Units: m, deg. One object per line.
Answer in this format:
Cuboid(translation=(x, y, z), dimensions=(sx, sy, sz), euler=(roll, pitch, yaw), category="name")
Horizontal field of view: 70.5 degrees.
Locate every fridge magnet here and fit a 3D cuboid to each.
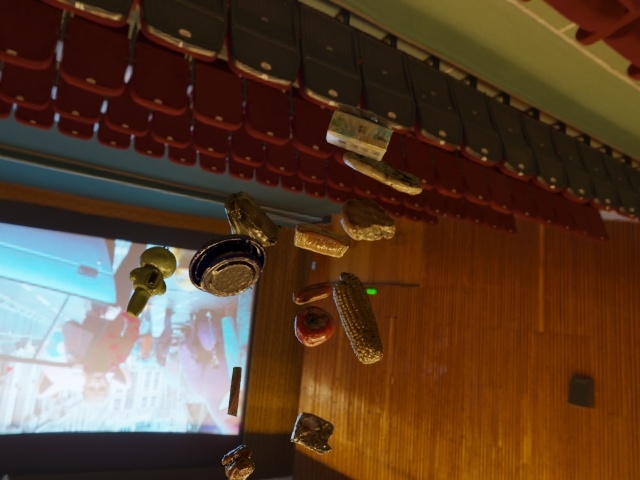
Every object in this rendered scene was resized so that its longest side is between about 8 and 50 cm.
Cuboid(translation=(-0.302, 0.090, 1.500), dimensions=(0.265, 0.113, 0.265), euler=(-17, 138, -15), category="fridge magnet")

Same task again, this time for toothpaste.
Cuboid(translation=(-0.355, 0.625, 1.879), dimensions=(0.042, 0.195, 0.067), euler=(-13, 146, 23), category="toothpaste")

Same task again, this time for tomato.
Cuboid(translation=(-0.033, 0.381, 1.997), dimensions=(0.187, 0.187, 0.151), euler=(4, 143, 2), category="tomato")

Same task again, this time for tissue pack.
Cuboid(translation=(0.153, -0.416, 1.710), dimensions=(0.229, 0.145, 0.159), euler=(20, 177, 2), category="tissue pack")

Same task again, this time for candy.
Cuboid(translation=(-0.033, 0.879, 2.060), dimensions=(0.184, 0.137, 0.195), euler=(22, 152, 4), category="candy")

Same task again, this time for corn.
Cuboid(translation=(0.122, 0.245, 1.485), dimensions=(0.119, 0.322, 0.119), euler=(-14, 145, -10), category="corn")

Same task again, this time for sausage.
Cuboid(translation=(-0.041, 0.243, 2.090), dimensions=(0.197, 0.076, 0.076), euler=(-12, 180, -30), category="sausage")

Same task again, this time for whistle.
Cuboid(translation=(-0.610, 0.139, 1.605), dimensions=(0.141, 0.294, 0.141), euler=(17, 150, 10), category="whistle")

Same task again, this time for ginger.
Cuboid(translation=(-0.270, 0.721, 1.450), dimensions=(0.073, 0.103, 0.162), euler=(14, 123, -30), category="ginger")

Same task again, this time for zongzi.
Cuboid(translation=(-0.329, -0.050, 1.776), dimensions=(0.274, 0.125, 0.251), euler=(-24, 119, 28), category="zongzi")

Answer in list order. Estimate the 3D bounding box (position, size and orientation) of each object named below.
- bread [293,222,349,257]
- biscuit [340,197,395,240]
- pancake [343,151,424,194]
Cuboid(translation=(0.000, 0.000, 2.353), dimensions=(0.288, 0.119, 0.152), euler=(16, -163, -9), category="bread")
Cuboid(translation=(0.200, -0.092, 2.012), dimensions=(0.274, 0.213, 0.091), euler=(1, 141, -31), category="biscuit")
Cuboid(translation=(0.282, -0.301, 1.989), dimensions=(0.382, 0.071, 0.382), euler=(22, -160, -8), category="pancake")
